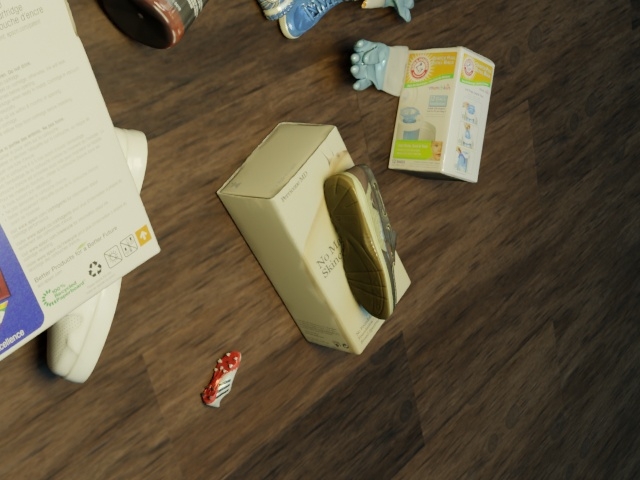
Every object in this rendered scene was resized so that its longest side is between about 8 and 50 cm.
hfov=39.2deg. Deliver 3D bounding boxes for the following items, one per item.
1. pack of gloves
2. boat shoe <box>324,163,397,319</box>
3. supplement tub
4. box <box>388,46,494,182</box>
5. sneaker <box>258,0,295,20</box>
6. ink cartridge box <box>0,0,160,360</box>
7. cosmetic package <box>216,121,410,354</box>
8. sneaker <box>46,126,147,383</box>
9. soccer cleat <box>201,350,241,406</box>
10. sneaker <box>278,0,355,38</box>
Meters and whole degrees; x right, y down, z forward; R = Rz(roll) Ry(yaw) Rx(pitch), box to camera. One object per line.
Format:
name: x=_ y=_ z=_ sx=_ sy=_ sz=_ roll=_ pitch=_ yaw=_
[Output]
pack of gloves: x=0.084 y=-0.321 z=1.353 sx=0.232 sy=0.046 sz=0.195 roll=-15 pitch=119 yaw=-66
boat shoe: x=0.072 y=0.001 z=1.227 sx=0.073 sy=0.080 sz=0.223 roll=-34 pitch=117 yaw=-33
supplement tub: x=-0.163 y=-0.327 z=1.051 sx=0.106 sy=0.106 sz=0.198 roll=51 pitch=60 yaw=-41
box: x=0.199 y=-0.205 z=1.472 sx=0.103 sy=0.114 sz=0.203 roll=10 pitch=89 yaw=-47
sneaker: x=-0.045 y=-0.366 z=1.218 sx=0.058 sy=0.052 sz=0.135 roll=44 pitch=64 yaw=-39
ink cartridge box: x=-0.314 y=-0.049 z=0.801 sx=0.303 sy=0.072 sz=0.307 roll=-38 pitch=122 yaw=-37
cosmetic package: x=0.000 y=0.000 z=1.291 sx=0.160 sy=0.113 sz=0.309 roll=-52 pitch=132 yaw=-28
sneaker: x=-0.303 y=0.008 z=0.975 sx=0.169 sy=0.108 sz=0.292 roll=9 pitch=95 yaw=-34
soccer cleat: x=-0.133 y=0.192 z=1.241 sx=0.083 sy=0.029 sz=0.035 roll=-61 pitch=144 yaw=-17
sneaker: x=0.008 y=-0.343 z=1.254 sx=0.152 sy=0.085 sz=0.058 roll=-56 pitch=133 yaw=-25
